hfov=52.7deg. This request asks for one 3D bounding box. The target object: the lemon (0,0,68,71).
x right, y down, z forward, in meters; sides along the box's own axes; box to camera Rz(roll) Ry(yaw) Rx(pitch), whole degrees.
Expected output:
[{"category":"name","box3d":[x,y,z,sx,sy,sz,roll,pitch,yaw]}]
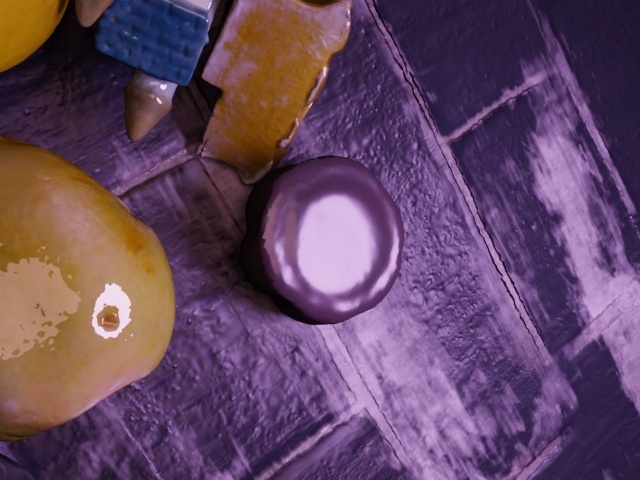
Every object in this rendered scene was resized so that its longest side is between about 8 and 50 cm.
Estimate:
[{"category":"lemon","box3d":[-0.412,-0.310,0.630,0.348,0.348,0.348,1,88,-25]}]

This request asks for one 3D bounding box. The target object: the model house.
[{"category":"model house","box3d":[-0.213,-0.286,0.775,0.194,0.267,0.325,18,92,-18]}]

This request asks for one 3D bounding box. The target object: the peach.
[{"category":"peach","box3d":[-0.319,0.047,0.684,0.281,0.314,0.315,-41,103,-4]}]

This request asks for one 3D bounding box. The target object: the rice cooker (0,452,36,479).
[{"category":"rice cooker","box3d":[-0.423,0.327,0.643,0.316,0.264,0.316,-39,138,-46]}]

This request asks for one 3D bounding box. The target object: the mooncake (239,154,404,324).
[{"category":"mooncake","box3d":[0.000,0.000,0.913,0.245,0.133,0.245,1,88,-26]}]

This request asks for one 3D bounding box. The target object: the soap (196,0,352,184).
[{"category":"soap","box3d":[-0.067,-0.300,0.946,0.169,0.304,0.338,22,39,-16]}]
